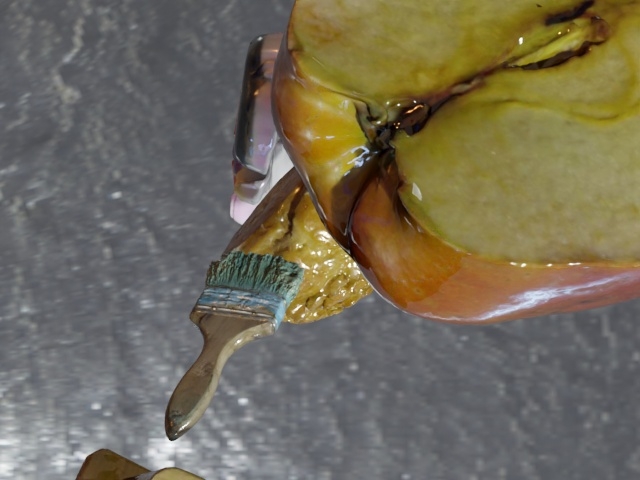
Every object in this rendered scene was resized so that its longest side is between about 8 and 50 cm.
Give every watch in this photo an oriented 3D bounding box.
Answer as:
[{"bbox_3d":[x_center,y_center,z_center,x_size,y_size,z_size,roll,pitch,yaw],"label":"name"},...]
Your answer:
[{"bbox_3d":[0.030,-0.098,1.775,0.231,0.244,0.196,13,58,4],"label":"watch"}]

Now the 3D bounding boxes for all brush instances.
[{"bbox_3d":[-0.068,0.069,1.224,0.196,0.070,0.021,-63,155,-52],"label":"brush"}]

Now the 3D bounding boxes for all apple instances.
[{"bbox_3d":[0.155,-0.108,1.195,0.365,0.329,0.295,-27,111,-20],"label":"apple"}]

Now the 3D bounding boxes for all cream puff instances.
[{"bbox_3d":[0.000,0.000,1.507,0.115,0.165,0.150,39,36,-10],"label":"cream puff"}]

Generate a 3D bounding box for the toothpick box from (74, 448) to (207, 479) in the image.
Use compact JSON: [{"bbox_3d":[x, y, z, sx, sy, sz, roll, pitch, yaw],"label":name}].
[{"bbox_3d":[-0.096,0.251,1.216,0.187,0.308,0.190,29,75,-7],"label":"toothpick box"}]
